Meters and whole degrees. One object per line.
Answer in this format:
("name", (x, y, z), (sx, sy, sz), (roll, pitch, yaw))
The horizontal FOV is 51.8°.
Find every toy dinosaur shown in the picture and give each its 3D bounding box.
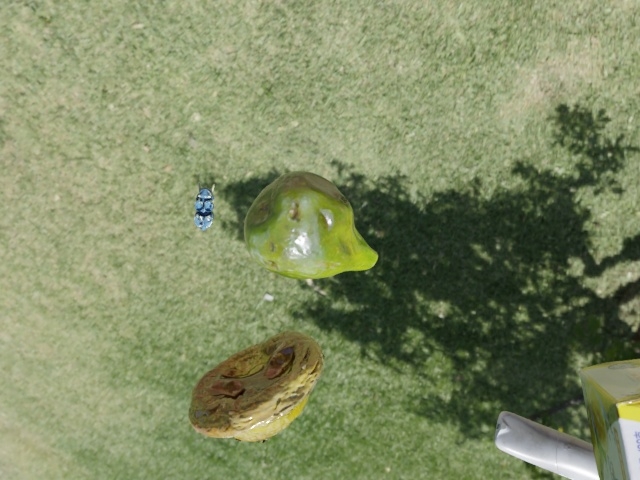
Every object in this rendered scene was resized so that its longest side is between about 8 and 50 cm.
("toy dinosaur", (-0.191, -0.052, 1.088), (0.030, 0.047, 0.083), (5, 110, -5))

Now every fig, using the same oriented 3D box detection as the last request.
("fig", (0.000, 0.000, 1.243), (0.275, 0.206, 0.206), (32, 139, -30))

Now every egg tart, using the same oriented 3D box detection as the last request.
("egg tart", (-0.170, 0.442, 1.909), (0.443, 0.443, 0.178), (-11, 112, 34))

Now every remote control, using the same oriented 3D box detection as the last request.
("remote control", (0.413, 0.361, 1.134), (0.229, 0.073, 0.044), (22, 150, 1))

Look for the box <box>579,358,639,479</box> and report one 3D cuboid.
("box", (0.330, 0.255, 0.620), (0.097, 0.168, 0.265), (-10, 89, 11))
